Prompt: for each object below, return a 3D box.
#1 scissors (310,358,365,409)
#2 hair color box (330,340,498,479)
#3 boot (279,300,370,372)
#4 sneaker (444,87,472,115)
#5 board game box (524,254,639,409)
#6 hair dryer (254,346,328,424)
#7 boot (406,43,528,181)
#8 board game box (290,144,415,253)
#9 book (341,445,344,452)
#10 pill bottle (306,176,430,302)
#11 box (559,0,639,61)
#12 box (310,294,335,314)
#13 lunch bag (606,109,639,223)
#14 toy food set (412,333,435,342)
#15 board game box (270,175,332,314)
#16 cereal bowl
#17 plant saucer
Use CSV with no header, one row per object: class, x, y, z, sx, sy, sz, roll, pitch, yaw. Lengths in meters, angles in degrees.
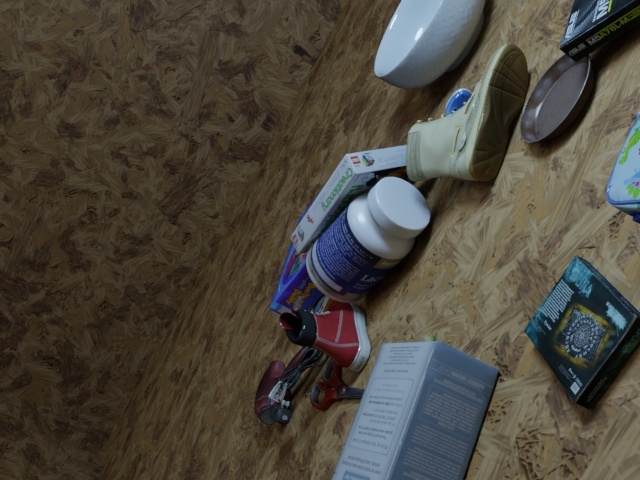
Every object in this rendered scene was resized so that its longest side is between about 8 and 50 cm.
scissors,0.039,0.303,1.722,0.109,0.021,0.297,-62,16,-2
hair color box,0.106,0.336,1.266,0.374,0.114,0.185,-67,16,-15
boot,-0.003,0.159,1.784,0.088,0.176,0.244,-62,14,14
sneaker,0.262,-0.221,1.744,0.084,0.058,0.152,-90,26,-70
board game box,0.322,0.107,1.091,0.126,0.026,0.186,-59,16,16
hair dryer,-0.062,0.309,1.965,0.223,0.080,0.293,-54,15,-16
boot,0.262,-0.228,1.623,0.203,0.095,0.261,2,72,56
board game box,0.079,-0.084,1.840,0.053,0.193,0.305,64,146,22
book,0.070,0.388,1.459,0.144,0.035,0.096,-27,43,63
pill bottle,0.094,-0.001,1.765,0.264,0.153,0.153,-49,21,44
box,0.460,-0.387,1.352,0.184,0.045,0.190,-27,34,55
box,0.015,0.139,2.035,0.136,0.028,0.081,-65,15,2
lunch bag,0.421,-0.095,0.973,0.176,0.090,0.219,-65,15,-8
toy food set,0.164,0.195,1.475,0.082,0.020,0.083,-51,20,39
board game box,0.000,0.000,2.151,0.233,0.078,0.347,-51,15,40
cereal bowl,0.266,-0.483,1.999,0.339,0.141,0.339,-55,18,29
plant saucer,0.382,-0.226,1.422,0.168,0.029,0.168,-54,19,27
